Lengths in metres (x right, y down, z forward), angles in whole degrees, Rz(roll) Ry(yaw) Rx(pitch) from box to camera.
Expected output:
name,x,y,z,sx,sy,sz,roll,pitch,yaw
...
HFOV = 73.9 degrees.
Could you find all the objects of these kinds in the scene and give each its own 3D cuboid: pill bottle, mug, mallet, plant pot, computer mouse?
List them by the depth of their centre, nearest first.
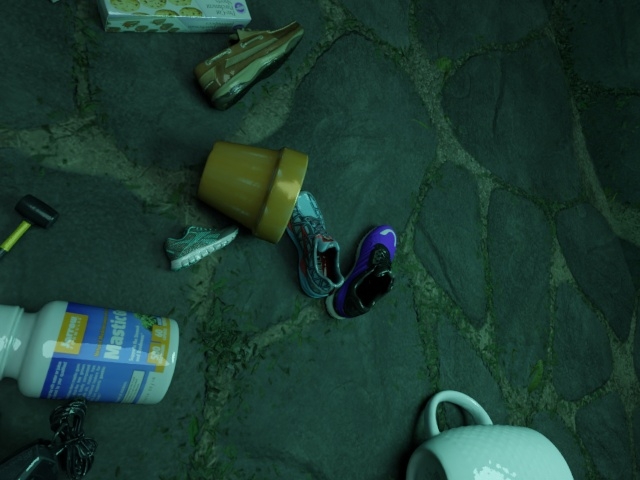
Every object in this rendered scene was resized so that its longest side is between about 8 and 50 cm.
name,x,y,z,sx,sy,sz,roll,pitch,yaw
computer mouse,-0.438,0.360,0.586,0.072,0.189,0.272,19,31,9
pill bottle,-0.389,0.182,0.698,0.272,0.152,0.152,17,71,-29
mallet,-0.524,0.014,0.722,0.062,0.039,0.190,30,69,-20
plant pot,-0.149,-0.119,0.901,0.187,0.205,0.205,20,69,-11
mug,0.383,0.561,1.066,0.328,0.276,0.374,12,43,-22

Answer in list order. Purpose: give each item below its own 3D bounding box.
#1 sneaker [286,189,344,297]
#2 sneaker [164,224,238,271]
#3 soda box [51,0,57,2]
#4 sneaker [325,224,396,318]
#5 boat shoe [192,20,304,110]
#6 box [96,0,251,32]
name,x,y,z,sx,sy,sz,roll,pitch,yaw
sneaker,0.000,0.000,0.999,0.104,0.125,0.262,-14,88,-34
sneaker,-0.248,-0.004,0.884,0.166,0.065,0.076,-32,93,-35
soda box,-0.481,-0.552,0.848,0.058,0.063,0.183,46,60,-15
sneaker,0.141,0.075,1.060,0.102,0.146,0.293,43,61,-18
boat shoe,-0.162,-0.439,0.994,0.120,0.122,0.324,46,59,-12
box,-0.315,-0.507,0.944,0.324,0.063,0.067,-17,91,-34
